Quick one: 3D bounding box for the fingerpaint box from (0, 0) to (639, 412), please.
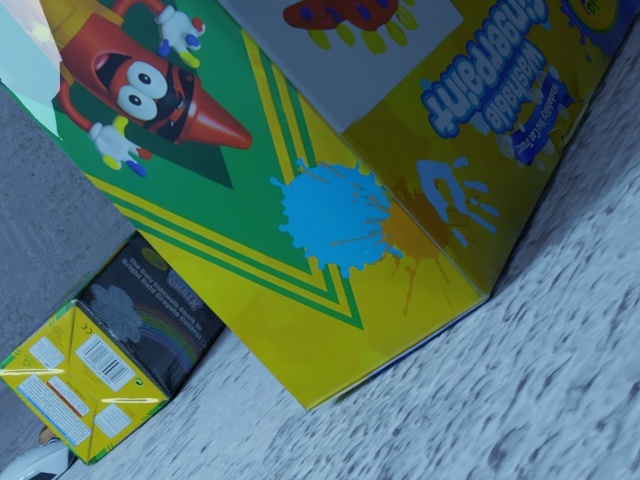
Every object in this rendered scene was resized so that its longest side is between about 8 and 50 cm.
[{"bbox_3d":[-0.003,-0.170,0.996,0.163,0.371,0.445,-36,11,36],"label":"fingerpaint box"}]

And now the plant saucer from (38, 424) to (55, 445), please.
[{"bbox_3d":[-0.324,0.223,1.925,0.083,0.013,0.083,-43,8,7],"label":"plant saucer"}]

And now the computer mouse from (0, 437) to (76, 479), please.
[{"bbox_3d":[-0.279,0.221,1.574,0.193,0.042,0.106,-43,8,4],"label":"computer mouse"}]

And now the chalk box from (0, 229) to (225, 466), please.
[{"bbox_3d":[-0.190,0.090,1.491,0.132,0.132,0.213,-40,7,28],"label":"chalk box"}]
